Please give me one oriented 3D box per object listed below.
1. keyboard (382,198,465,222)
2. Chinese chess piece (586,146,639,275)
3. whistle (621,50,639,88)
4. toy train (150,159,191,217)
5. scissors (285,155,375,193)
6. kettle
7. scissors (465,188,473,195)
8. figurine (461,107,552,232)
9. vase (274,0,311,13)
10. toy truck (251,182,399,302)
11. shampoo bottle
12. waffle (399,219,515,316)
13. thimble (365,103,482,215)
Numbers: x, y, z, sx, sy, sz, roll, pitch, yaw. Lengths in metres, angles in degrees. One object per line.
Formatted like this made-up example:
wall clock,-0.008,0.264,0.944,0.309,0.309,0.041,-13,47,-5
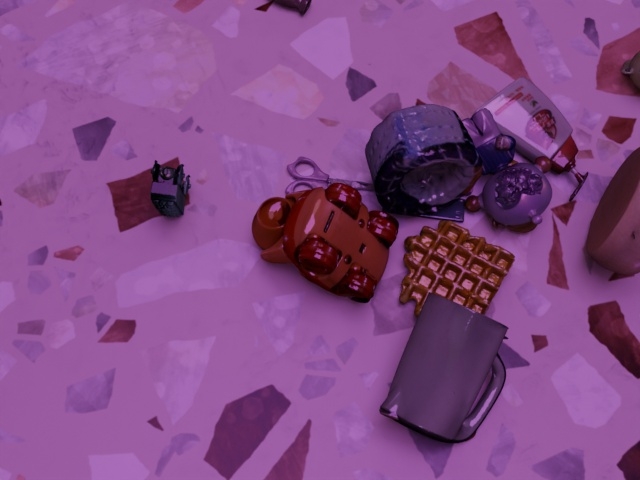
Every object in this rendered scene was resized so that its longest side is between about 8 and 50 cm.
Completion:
keyboard,0.221,-0.075,1.913,0.176,0.014,0.055,7,68,-1
Chinese chess piece,0.638,-0.060,1.798,0.102,0.273,0.273,25,70,3
whistle,0.820,-0.388,2.015,0.288,0.131,0.106,-3,109,-4
toy train,-0.307,-0.101,1.811,0.070,0.172,0.100,8,81,-1
scissors,0.031,-0.123,1.917,0.212,0.021,0.110,5,71,-1
kettle,0.255,0.255,1.702,0.240,0.165,0.255,25,86,-26
scissors,0.286,-0.179,1.952,0.085,0.022,0.176,-1,70,-13
figurine,0.393,-0.153,1.883,0.193,0.133,0.274,-7,80,6
vase,-0.072,-0.565,2.061,0.100,0.053,0.053,29,70,3
toy truck,0.000,0.000,1.800,0.265,0.239,0.189,37,66,-33
shampoo bottle,0.483,-0.218,1.952,0.153,0.071,0.284,-39,75,-8
waffle,0.256,0.073,1.837,0.219,0.057,0.229,31,71,8
thimble,0.203,-0.165,1.818,0.237,0.237,0.150,-13,57,-8
